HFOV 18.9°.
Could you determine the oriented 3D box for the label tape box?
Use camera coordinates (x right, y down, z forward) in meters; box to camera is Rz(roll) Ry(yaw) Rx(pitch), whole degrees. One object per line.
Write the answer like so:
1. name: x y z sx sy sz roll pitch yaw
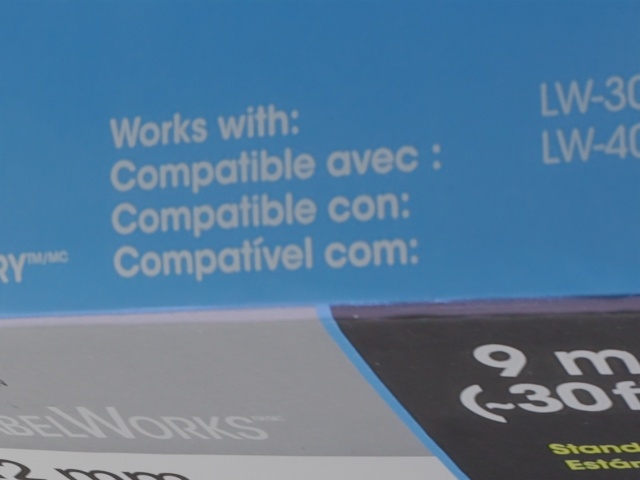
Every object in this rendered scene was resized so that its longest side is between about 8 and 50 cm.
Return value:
1. label tape box: 0.000 0.000 0.464 0.249 0.115 0.348 -3 153 27
